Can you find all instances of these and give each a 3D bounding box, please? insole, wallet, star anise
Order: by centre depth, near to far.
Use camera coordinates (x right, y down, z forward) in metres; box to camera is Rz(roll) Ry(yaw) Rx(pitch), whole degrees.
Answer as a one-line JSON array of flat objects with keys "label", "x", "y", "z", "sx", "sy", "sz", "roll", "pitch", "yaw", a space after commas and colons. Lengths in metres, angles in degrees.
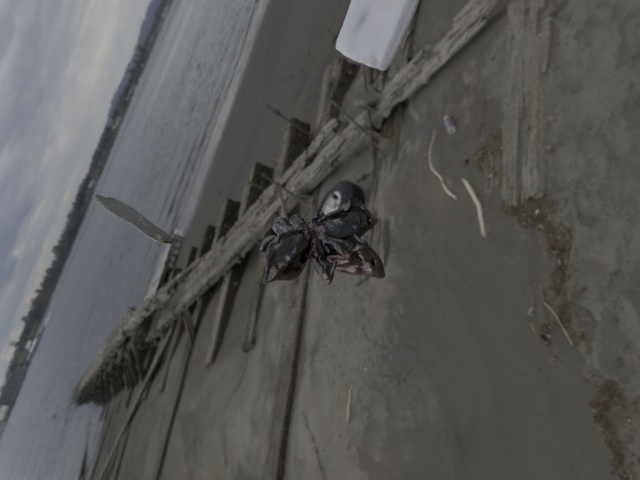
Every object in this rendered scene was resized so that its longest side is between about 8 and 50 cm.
[{"label": "star anise", "x": 0.005, "y": -0.001, "z": 0.937, "sx": 0.198, "sy": 0.257, "sz": 0.111, "roll": -111, "pitch": 24, "yaw": -46}, {"label": "wallet", "x": 0.114, "y": -0.435, "z": 0.974, "sx": 0.032, "sy": 0.124, "sz": 0.183, "roll": -72, "pitch": 4, "yaw": -60}, {"label": "insole", "x": -0.398, "y": -0.046, "z": 1.061, "sx": 0.248, "sy": 0.081, "sz": 0.011, "roll": 29, "pitch": 100, "yaw": 32}]
